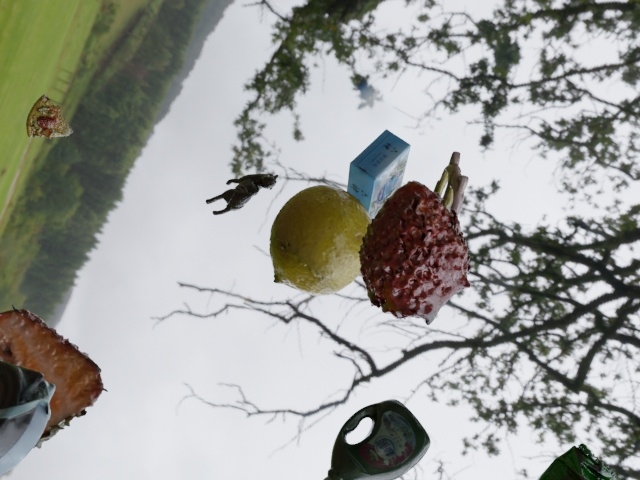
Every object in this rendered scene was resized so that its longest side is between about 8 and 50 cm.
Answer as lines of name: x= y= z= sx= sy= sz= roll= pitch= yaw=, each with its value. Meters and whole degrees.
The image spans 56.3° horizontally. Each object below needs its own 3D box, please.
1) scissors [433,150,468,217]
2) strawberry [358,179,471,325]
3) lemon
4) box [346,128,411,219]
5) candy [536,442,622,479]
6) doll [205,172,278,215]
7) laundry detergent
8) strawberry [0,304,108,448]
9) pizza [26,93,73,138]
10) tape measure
scissors: x=0.227 y=-0.016 z=1.176 sx=0.160 sy=0.024 sz=0.318 roll=-91 pitch=-169 yaw=-51
strawberry: x=0.138 y=0.010 z=0.910 sx=0.184 sy=0.186 sz=0.202 roll=30 pitch=-45 yaw=52
lemon: x=0.003 y=-0.008 z=1.319 sx=0.228 sy=0.228 sz=0.254 roll=-25 pitch=-144 yaw=60
box: x=0.139 y=-0.148 z=1.500 sx=0.142 sy=0.083 sz=0.232 roll=-45 pitch=159 yaw=-24
candy: x=0.402 y=0.441 z=0.981 sx=0.203 sy=0.141 sz=0.078 roll=-44 pitch=169 yaw=4
doll: x=-0.179 y=-0.123 z=1.456 sx=0.165 sy=0.057 sz=0.139 roll=-10 pitch=-153 yaw=35
laundry detergent: x=0.085 y=0.375 z=1.071 sx=0.137 sy=0.210 sz=0.063 roll=51 pitch=-33 yaw=27
strawberry: x=-0.634 y=0.305 z=1.309 sx=0.253 sy=0.280 sz=0.150 roll=-49 pitch=-171 yaw=-8
pizza: x=-0.483 y=-0.212 z=1.069 sx=0.083 sy=0.078 sz=0.025 roll=-65 pitch=-163 yaw=12
tape measure: x=-0.510 y=0.272 z=0.914 sx=0.182 sy=0.107 sz=0.181 roll=11 pitch=-126 yaw=30
